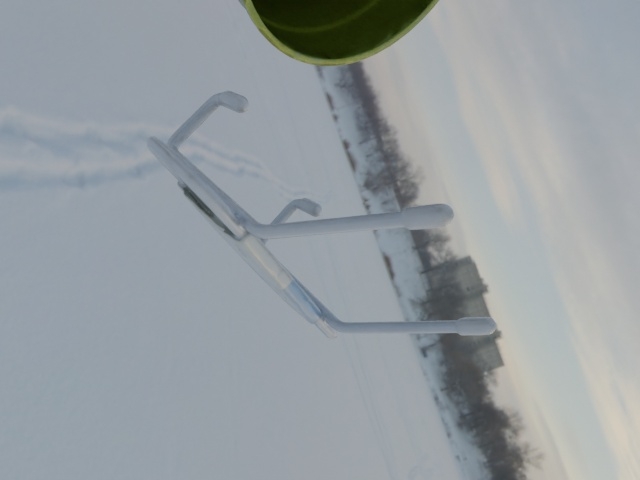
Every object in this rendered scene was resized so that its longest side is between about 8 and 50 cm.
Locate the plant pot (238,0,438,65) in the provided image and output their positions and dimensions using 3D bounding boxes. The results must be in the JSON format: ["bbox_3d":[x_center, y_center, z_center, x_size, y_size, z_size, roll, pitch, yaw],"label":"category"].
[{"bbox_3d":[-0.036,-0.474,0.850,0.353,0.366,0.366,48,-8,33],"label":"plant pot"}]

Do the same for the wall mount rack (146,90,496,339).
[{"bbox_3d":[0.000,0.000,0.655,0.304,0.130,0.350,39,-9,38],"label":"wall mount rack"}]
